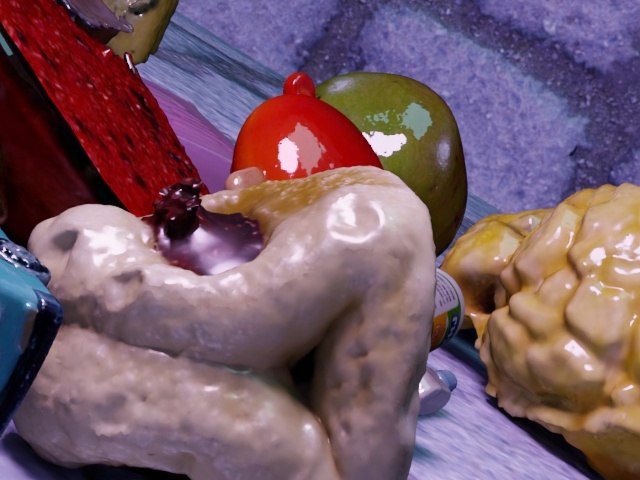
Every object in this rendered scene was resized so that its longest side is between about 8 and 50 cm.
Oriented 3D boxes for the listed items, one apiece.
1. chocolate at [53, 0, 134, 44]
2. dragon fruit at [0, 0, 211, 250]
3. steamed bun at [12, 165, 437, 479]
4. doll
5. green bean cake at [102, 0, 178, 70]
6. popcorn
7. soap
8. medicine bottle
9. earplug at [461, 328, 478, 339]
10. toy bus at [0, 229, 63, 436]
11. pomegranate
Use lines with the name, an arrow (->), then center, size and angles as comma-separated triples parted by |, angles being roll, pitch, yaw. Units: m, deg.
chocolate -> -0.291, -0.244, 1.334 | 0.321, 0.112, 0.112 | 51, 14, 12
dragon fruit -> -0.129, -0.031, 0.894 | 0.282, 0.100, 0.343 | 53, 4, 26
steamed bun -> -0.047, 0.045, 0.694 | 0.155, 0.172, 0.141 | 10, 3, -14
doll -> 0.000, 0.000, 0.992 | 0.183, 0.085, 0.217 | 14, 52, -62
green bean cake -> -0.269, -0.277, 1.567 | 0.310, 0.202, 0.285 | 29, 11, -9
popcorn -> 0.231, 0.059, 1.324 | 0.265, 0.225, 0.332 | 16, 4, -42
soap -> -0.127, -0.072, 1.323 | 0.122, 0.065, 0.203 | 25, 11, -30
medicine bottle -> 0.046, 0.070, 1.122 | 0.092, 0.061, 0.221 | 48, 20, 11
earplug -> 0.217, 0.058, 1.571 | 0.273, 0.132, 0.132 | 18, 15, -42
toy bus -> -0.166, 0.014, 0.651 | 0.092, 0.079, 0.160 | 26, 9, -34
pomegranate -> 0.035, -0.033, 1.375 | 0.180, 0.180, 0.209 | 28, 39, -20
